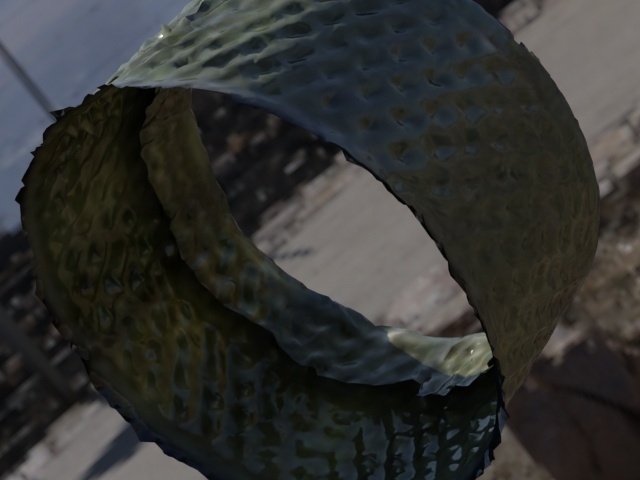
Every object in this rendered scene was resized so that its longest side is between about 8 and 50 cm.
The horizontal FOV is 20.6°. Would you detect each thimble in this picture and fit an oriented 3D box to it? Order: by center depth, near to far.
[{"bbox_3d":[0.000,0.000,0.894,0.271,0.271,0.150,-22,21,45],"label":"thimble"}]
